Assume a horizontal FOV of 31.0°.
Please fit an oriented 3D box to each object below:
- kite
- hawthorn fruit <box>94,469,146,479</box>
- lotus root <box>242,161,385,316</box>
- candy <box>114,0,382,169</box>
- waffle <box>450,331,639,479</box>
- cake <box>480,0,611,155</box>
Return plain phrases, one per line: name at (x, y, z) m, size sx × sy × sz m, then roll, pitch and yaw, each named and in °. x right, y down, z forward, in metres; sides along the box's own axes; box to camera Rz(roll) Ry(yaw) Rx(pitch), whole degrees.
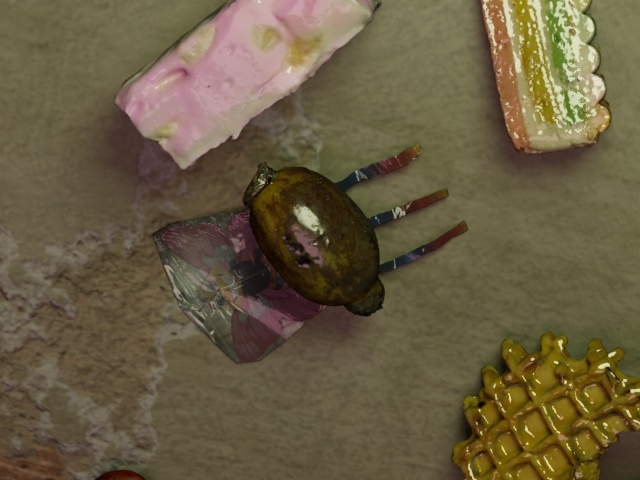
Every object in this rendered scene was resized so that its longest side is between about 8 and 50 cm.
kite at (-0.019, 0.010, 1.333) m, size 0.360 × 0.022 × 0.204 m, roll -27°, pitch 107°, yaw 20°
hawthorn fruit at (-0.256, 0.339, 1.488) m, size 0.093 × 0.093 × 0.093 m, roll 3°, pitch 114°, yaw 8°
lotus root at (0.000, 0.000, 1.248) m, size 0.120 × 0.120 × 0.209 m, roll -37°, pitch 104°, yaw 22°
candy at (-0.068, -0.196, 1.177) m, size 0.265 × 0.155 × 0.115 m, roll -35°, pitch 101°, yaw 21°
waffle at (0.265, 0.247, 1.301) m, size 0.260 × 0.069 × 0.292 m, roll 19°, pitch 101°, yaw 31°
cake at (0.228, -0.193, 1.168) m, size 0.109 × 0.090 × 0.225 m, roll -9°, pitch 111°, yaw 17°
